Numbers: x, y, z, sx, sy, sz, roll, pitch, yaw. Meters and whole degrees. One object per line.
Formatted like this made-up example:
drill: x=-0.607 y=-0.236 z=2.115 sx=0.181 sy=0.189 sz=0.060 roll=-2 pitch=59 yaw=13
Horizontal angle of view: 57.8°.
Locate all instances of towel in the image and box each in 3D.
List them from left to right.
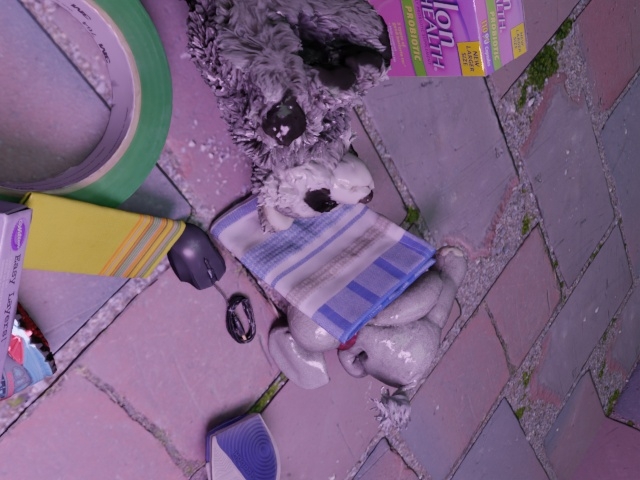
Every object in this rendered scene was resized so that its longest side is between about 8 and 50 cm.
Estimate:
towel: x=-0.270 y=-0.002 z=0.699 sx=0.102 sy=0.021 sz=0.237 roll=-50 pitch=155 yaw=13
towel: x=0.000 y=0.000 z=0.847 sx=0.209 sy=0.285 sz=0.034 roll=-38 pitch=149 yaw=-26

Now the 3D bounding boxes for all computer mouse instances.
computer mouse: x=-0.155 y=0.073 z=0.881 sx=0.071 sy=0.041 sz=0.242 roll=-45 pitch=127 yaw=-23

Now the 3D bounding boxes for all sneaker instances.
sneaker: x=-0.405 y=0.082 z=0.631 sx=0.125 sy=0.104 sz=0.261 roll=-35 pitch=119 yaw=-23
sneaker: x=-0.139 y=0.456 z=0.945 sx=0.128 sy=0.182 sz=0.315 roll=-9 pitch=78 yaw=-40

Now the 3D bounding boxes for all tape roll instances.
tape roll: x=-0.329 y=-0.169 z=0.645 sx=0.322 sy=0.077 sz=0.320 roll=-13 pitch=110 yaw=-38

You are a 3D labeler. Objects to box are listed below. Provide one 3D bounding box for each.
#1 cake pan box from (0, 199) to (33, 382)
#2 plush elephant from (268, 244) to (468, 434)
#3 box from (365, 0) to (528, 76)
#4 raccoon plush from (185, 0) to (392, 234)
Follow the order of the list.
cake pan box: x=-0.426 y=0.060 z=0.545 sx=0.246 sy=0.070 sz=0.266 roll=13 pitch=98 yaw=-11
plush elephant: x=0.055 y=0.128 z=0.962 sx=0.256 sy=0.271 sz=0.330 roll=33 pitch=39 yaw=-5
box: x=0.176 y=-0.377 z=0.908 sx=0.117 sy=0.243 sz=0.213 roll=-35 pitch=122 yaw=-29
raccoon plush: x=-0.086 y=-0.223 z=0.771 sx=0.216 sy=0.299 sz=0.446 roll=-30 pitch=75 yaw=-24
